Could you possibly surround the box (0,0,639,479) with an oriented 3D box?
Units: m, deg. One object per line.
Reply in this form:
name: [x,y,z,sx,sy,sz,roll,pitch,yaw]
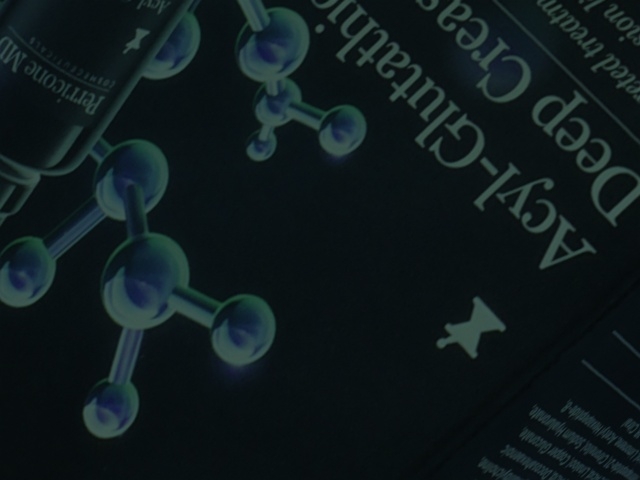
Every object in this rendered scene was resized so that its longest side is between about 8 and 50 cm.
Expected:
box: [0.000,0.000,0.777,0.293,0.395,0.212,48,-173,27]
